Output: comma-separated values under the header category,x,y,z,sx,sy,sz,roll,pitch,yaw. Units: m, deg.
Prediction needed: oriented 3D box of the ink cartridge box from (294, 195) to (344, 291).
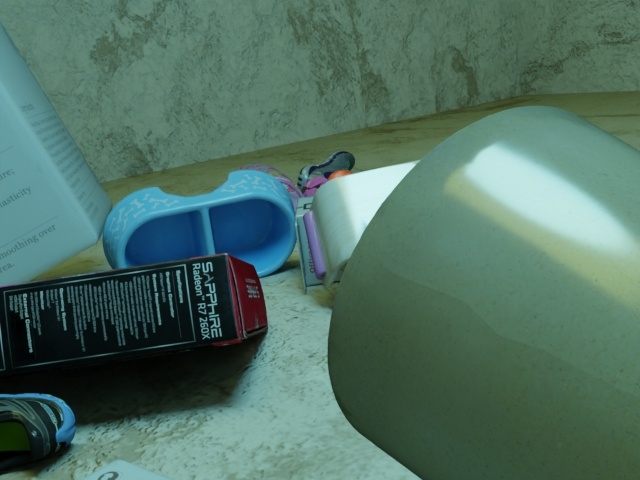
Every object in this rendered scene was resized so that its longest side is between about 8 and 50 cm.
category,x,y,z,sx,sy,sz,roll,pitch,yaw
ink cartridge box,0.000,0.000,1.122,0.060,0.104,0.180,-7,14,1

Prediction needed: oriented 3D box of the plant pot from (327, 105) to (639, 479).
category,x,y,z,sx,sy,sz,roll,pitch,yaw
plant pot,0.184,0.089,0.417,0.257,0.256,0.274,-16,32,-28

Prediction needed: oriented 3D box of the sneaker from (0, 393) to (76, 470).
category,x,y,z,sx,sy,sz,roll,pitch,yaw
sneaker,-0.318,0.173,0.688,0.188,0.067,0.078,-4,8,9

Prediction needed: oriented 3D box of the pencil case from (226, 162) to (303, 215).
category,x,y,z,sx,sy,sz,roll,pitch,yaw
pencil case,-0.112,-0.084,1.525,0.124,0.124,0.284,-12,13,-12

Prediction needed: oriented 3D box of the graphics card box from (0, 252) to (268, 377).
category,x,y,z,sx,sy,sz,roll,pitch,yaw
graphics card box,-0.254,0.088,0.826,0.371,0.094,0.233,-10,-4,1

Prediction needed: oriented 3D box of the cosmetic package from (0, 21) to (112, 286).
category,x,y,z,sx,sy,sz,roll,pitch,yaw
cosmetic package,-0.564,-0.113,1.163,0.330,0.393,0.327,-29,16,-3

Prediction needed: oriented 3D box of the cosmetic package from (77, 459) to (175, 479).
category,x,y,z,sx,sy,sz,roll,pitch,yaw
cosmetic package,-0.045,0.190,0.342,0.231,0.117,0.086,2,18,43

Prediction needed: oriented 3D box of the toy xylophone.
category,x,y,z,sx,sy,sz,roll,pitch,yaw
toy xylophone,0.140,-0.009,0.963,0.323,0.236,0.081,-5,-29,1

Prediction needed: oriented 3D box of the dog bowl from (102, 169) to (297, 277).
category,x,y,z,sx,sy,sz,roll,pitch,yaw
dog bowl,-0.171,-0.004,1.151,0.298,0.165,0.074,-13,25,-15

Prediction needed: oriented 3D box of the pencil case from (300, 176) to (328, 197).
category,x,y,z,sx,sy,sz,roll,pitch,yaw
pencil case,0.061,-0.081,1.452,0.209,0.095,0.098,5,54,39

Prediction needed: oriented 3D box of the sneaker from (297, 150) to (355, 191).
category,x,y,z,sx,sy,sz,roll,pitch,yaw
sneaker,0.040,-0.148,1.822,0.098,0.083,0.224,22,32,26
